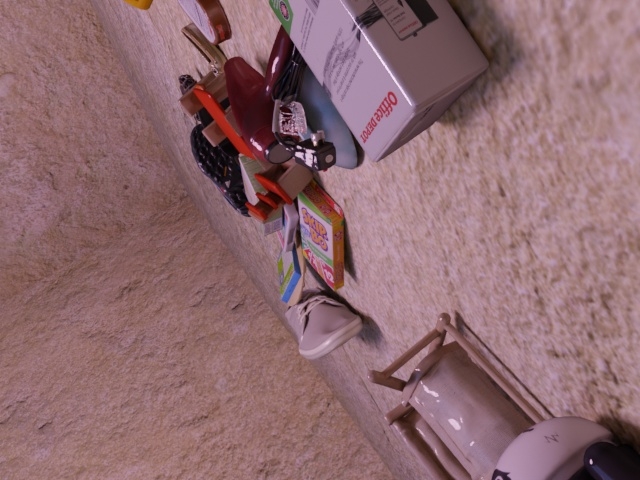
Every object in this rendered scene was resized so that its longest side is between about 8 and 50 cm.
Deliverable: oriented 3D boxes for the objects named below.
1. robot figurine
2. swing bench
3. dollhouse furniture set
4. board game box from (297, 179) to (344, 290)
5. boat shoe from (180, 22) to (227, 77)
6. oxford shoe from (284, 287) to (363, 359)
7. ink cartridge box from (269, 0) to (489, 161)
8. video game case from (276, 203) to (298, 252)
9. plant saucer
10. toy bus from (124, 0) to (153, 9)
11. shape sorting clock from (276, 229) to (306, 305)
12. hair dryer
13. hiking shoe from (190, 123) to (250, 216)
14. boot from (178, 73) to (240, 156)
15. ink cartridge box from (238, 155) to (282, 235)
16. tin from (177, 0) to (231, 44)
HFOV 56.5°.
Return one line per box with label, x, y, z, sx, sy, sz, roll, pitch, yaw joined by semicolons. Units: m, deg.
robot figurine;0.303;0.314;0.610;0.173;0.209;0.278;13;-156;-44
swing bench;0.220;0.292;0.913;0.253;0.165;0.255;48;170;32
dollhouse furniture set;-0.138;-0.169;1.080;0.259;0.135;0.262;53;168;-33
board game box;0.002;-0.012;1.230;0.124;0.039;0.259;48;155;31
boat shoe;-0.230;-0.380;1.235;0.153;0.048;0.056;60;167;-11
oxford shoe;-0.008;0.203;1.545;0.130;0.169;0.449;61;172;-6
ink cartridge box;0.044;-0.198;0.564;0.208;0.086;0.153;58;167;3
video game case;-0.105;-0.099;1.396;0.285;0.025;0.204;110;139;-73
plant saucer;-0.013;-0.182;0.898;0.195;0.037;0.195;56;172;12
toy bus;-0.297;-0.507;1.036;0.104;0.191;0.202;23;178;-26
shape sorting clock;-0.075;0.070;1.574;0.206;0.040;0.206;-175;90;-72
hair dryer;-0.050;-0.215;0.813;0.293;0.080;0.224;19;107;51
hiking shoe;-0.280;-0.192;1.715;0.304;0.113;0.132;59;166;-4
boot;-0.289;-0.339;1.458;0.229;0.091;0.263;49;167;30
ink cartridge box;-0.147;-0.148;1.307;0.171;0.056;0.235;96;150;-68
tin;-0.231;-0.446;1.119;0.190;0.040;0.106;52;170;21
